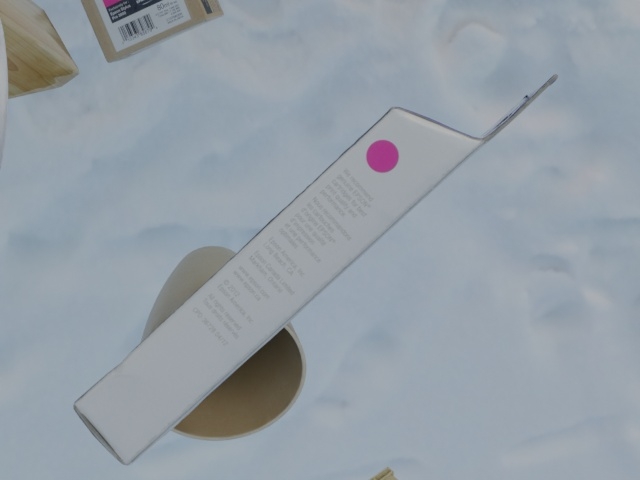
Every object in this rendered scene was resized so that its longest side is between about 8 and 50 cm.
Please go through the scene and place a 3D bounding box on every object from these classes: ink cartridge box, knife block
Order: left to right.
[{"bbox_3d":[-0.324,-0.212,0.878,0.275,0.088,0.242,-22,166,-39],"label":"knife block"},{"bbox_3d":[-0.325,-0.463,1.852,0.234,0.088,0.193,-18,101,24],"label":"ink cartridge box"},{"bbox_3d":[0.000,0.000,0.703,0.371,0.176,0.069,-40,89,7],"label":"ink cartridge box"}]

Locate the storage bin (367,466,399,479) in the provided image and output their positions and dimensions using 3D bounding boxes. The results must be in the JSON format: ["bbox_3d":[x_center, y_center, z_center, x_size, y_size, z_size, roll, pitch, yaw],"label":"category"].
[{"bbox_3d":[0.090,0.447,1.216,0.260,0.262,0.123,-19,141,-52],"label":"storage bin"}]

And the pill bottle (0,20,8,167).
[{"bbox_3d":[-0.359,-0.099,0.637,0.283,0.161,0.161,-1,133,-29],"label":"pill bottle"}]

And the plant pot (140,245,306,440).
[{"bbox_3d":[-0.166,0.130,1.589,0.256,0.274,0.257,-4,121,-7],"label":"plant pot"}]
